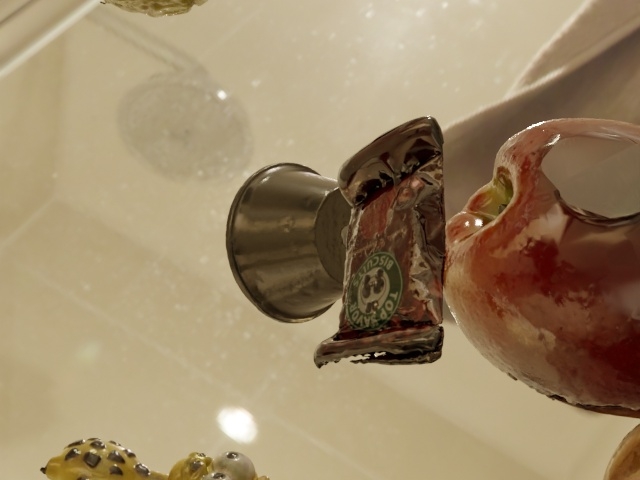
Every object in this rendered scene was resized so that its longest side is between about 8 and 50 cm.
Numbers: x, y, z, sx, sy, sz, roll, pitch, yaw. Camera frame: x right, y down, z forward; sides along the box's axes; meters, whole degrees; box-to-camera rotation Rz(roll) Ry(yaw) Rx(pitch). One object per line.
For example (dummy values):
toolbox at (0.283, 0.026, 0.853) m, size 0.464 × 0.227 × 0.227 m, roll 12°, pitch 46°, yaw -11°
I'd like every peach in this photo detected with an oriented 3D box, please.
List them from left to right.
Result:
peach at (0.341, 0.020, 1.516) m, size 0.406 × 0.335 × 0.310 m, roll 20°, pitch -36°, yaw 15°

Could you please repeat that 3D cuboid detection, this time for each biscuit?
biscuit at (0.062, 0.012, 1.194) m, size 0.063 × 0.235 × 0.151 m, roll 20°, pitch -26°, yaw -30°

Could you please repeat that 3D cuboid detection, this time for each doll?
doll at (-0.187, 0.287, 1.492) m, size 0.291 × 0.117 × 0.086 m, roll 7°, pitch -68°, yaw 14°

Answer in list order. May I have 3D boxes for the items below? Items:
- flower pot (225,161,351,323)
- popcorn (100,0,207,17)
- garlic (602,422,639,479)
flower pot at (0.000, 0.000, 2.015) m, size 0.166 × 0.269 × 0.269 m, roll -4°, pitch -56°, yaw 47°
popcorn at (-0.256, -0.461, 1.828) m, size 0.282 × 0.282 × 0.247 m, roll 57°, pitch -5°, yaw -19°
garlic at (0.375, 0.243, 1.344) m, size 0.207 × 0.115 × 0.128 m, roll -34°, pitch -90°, yaw 22°
